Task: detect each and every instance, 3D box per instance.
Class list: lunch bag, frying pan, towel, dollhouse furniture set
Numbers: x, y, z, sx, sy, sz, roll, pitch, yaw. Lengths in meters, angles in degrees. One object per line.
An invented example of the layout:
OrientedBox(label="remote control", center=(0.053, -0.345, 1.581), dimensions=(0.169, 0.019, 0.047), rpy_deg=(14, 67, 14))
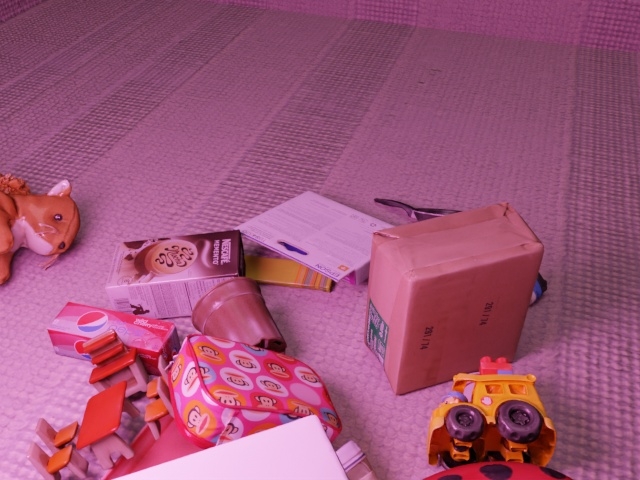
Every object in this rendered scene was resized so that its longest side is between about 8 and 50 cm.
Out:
OrientedBox(label="lunch bag", center=(-0.124, 0.269, 1.216), dimensions=(0.293, 0.120, 0.258), rpy_deg=(21, 18, -29))
OrientedBox(label="frying pan", center=(0.277, -0.069, 1.804), dimensions=(0.326, 0.053, 0.197), rpy_deg=(6, 8, 17))
OrientedBox(label="towel", center=(-0.084, 0.081, 1.678), dimensions=(0.237, 0.021, 0.102), rpy_deg=(6, 33, 8))
OrientedBox(label="dollhouse furniture set", center=(-0.394, 0.289, 1.250), dimensions=(0.262, 0.135, 0.259), rpy_deg=(-27, 23, 0))

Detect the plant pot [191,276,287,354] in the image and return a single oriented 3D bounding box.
OrientedBox(label="plant pot", center=(-0.162, 0.192, 1.430), dimensions=(0.166, 0.167, 0.165), rpy_deg=(-21, 50, -25))

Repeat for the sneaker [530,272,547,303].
OrientedBox(label="sneaker", center=(0.476, 0.084, 1.638), dimensions=(0.084, 0.058, 0.152), rpy_deg=(-31, 52, -26))

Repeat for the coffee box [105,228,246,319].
OrientedBox(label="coffee box", center=(-0.327, 0.081, 1.579), dimensions=(0.297, 0.119, 0.168), rpy_deg=(-6, 38, -1))

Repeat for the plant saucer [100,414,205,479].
OrientedBox(label="plant saucer", center=(-0.219, 0.406, 1.214), dimensions=(0.258, 0.048, 0.259), rpy_deg=(13, 30, 16))

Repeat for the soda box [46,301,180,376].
OrientedBox(label="soda box", center=(-0.442, 0.211, 1.456), dimensions=(0.263, 0.084, 0.092), rpy_deg=(9, 39, 12))

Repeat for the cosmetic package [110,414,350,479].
OrientedBox(label="cosmetic package", center=(-0.091, 0.501, 0.835), dimensions=(0.329, 0.394, 0.327), rpy_deg=(-13, 40, -18))

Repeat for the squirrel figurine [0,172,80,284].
OrientedBox(label="squirrel figurine", center=(-0.804, -0.073, 1.679), dimensions=(0.370, 0.281, 0.397), rpy_deg=(-13, 42, -26))

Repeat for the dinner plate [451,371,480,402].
OrientedBox(label="dinner plate", center=(0.335, 0.323, 1.368), dimensions=(0.141, 0.017, 0.141), rpy_deg=(1, 38, -1))

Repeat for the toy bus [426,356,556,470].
OrientedBox(label="toy bus", center=(0.303, 0.313, 1.264), dimensions=(0.220, 0.150, 0.212), rpy_deg=(0, 43, 2))

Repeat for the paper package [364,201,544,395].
OrientedBox(label="paper package", center=(0.258, 0.118, 1.381), dimensions=(0.309, 0.325, 0.168), rpy_deg=(-12, 40, -16))

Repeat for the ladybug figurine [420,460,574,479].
OrientedBox(label="ladybug figurine", center=(0.263, 0.475, 1.056), dimensions=(0.449, 0.162, 0.305), rpy_deg=(-13, 39, -16))

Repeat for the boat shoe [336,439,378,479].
OrientedBox(label="boat shoe", center=(-0.028, 0.455, 1.125), dimensions=(0.302, 0.109, 0.094), rpy_deg=(-33, 71, -24))

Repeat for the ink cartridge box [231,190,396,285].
OrientedBox(label="ink cartridge box", center=(0.000, 0.000, 1.704), dimensions=(0.324, 0.072, 0.330), rpy_deg=(25, 35, 27))
